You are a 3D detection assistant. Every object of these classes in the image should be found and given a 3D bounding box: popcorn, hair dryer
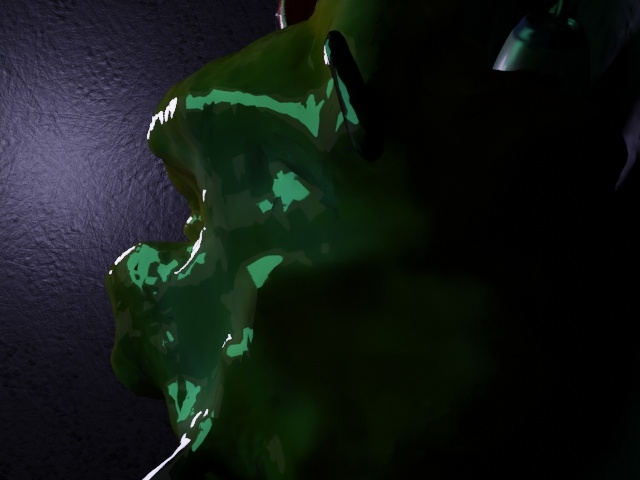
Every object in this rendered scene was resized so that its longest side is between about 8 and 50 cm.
[{"bbox_3d":[0.025,0.023,0.499,0.316,0.297,0.281,-37,-18,31],"label":"popcorn"},{"bbox_3d":[0.140,-0.078,0.617,0.199,0.067,0.167,-54,-23,-67],"label":"hair dryer"}]

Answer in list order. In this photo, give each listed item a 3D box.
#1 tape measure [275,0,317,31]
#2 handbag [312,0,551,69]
[{"bbox_3d":[0.063,-0.285,1.206,0.114,0.260,0.253,108,-177,-83],"label":"tape measure"},{"bbox_3d":[0.078,-0.142,0.743,0.181,0.181,0.255,102,-177,-81],"label":"handbag"}]
